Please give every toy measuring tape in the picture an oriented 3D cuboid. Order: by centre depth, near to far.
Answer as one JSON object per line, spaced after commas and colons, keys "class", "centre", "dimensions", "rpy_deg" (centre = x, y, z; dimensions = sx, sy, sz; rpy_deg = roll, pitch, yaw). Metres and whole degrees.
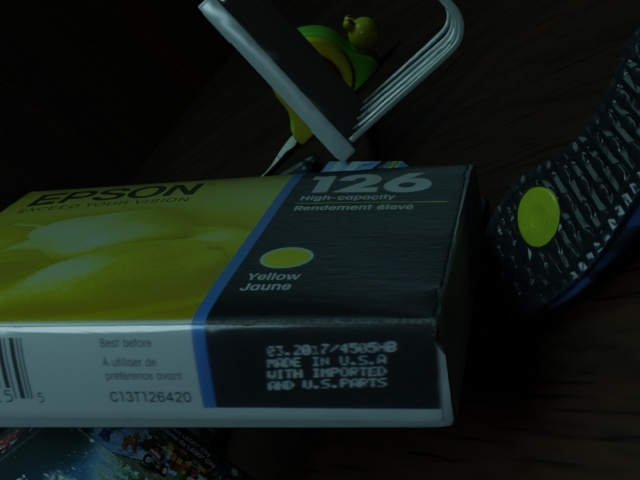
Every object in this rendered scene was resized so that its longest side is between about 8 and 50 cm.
{"class": "toy measuring tape", "centre": [-0.051, -0.183, 1.389], "dimensions": [0.330, 0.121, 0.121], "rpy_deg": [-43, 16, 23]}

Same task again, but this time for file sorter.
{"class": "file sorter", "centre": [0.029, -0.228, 1.055], "dimensions": [0.173, 0.193, 0.278], "rpy_deg": [-41, 8, 13]}

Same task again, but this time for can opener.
{"class": "can opener", "centre": [-0.074, -0.050, 1.235], "dimensions": [0.186, 0.073, 0.059], "rpy_deg": [-26, 18, 36]}

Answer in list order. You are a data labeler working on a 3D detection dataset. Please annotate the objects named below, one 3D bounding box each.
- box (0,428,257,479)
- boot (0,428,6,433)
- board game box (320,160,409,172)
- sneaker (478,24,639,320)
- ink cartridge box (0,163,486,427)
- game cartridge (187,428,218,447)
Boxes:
{"class": "box", "centre": [-0.145, 0.179, 0.660], "dimensions": [0.233, 0.159, 0.044], "rpy_deg": [-36, 20, 40]}
{"class": "boot", "centre": [-0.356, 0.304, 0.933], "dimensions": [0.138, 0.377, 0.284], "rpy_deg": [9, 18, 36]}
{"class": "board game box", "centre": [0.000, 0.000, 0.925], "dimensions": [0.160, 0.039, 0.211], "rpy_deg": [-51, 14, -7]}
{"class": "sneaker", "centre": [0.159, -0.032, 0.520], "dimensions": [0.209, 0.082, 0.069], "rpy_deg": [-57, 45, 36]}
{"class": "ink cartridge box", "centre": [-0.061, 0.008, 0.616], "dimensions": [0.303, 0.072, 0.307], "rpy_deg": [-3, 22, 13]}
{"class": "game cartridge", "centre": [-0.160, 0.115, 0.928], "dimensions": [0.196, 0.060, 0.294], "rpy_deg": [-41, 32, 34]}
